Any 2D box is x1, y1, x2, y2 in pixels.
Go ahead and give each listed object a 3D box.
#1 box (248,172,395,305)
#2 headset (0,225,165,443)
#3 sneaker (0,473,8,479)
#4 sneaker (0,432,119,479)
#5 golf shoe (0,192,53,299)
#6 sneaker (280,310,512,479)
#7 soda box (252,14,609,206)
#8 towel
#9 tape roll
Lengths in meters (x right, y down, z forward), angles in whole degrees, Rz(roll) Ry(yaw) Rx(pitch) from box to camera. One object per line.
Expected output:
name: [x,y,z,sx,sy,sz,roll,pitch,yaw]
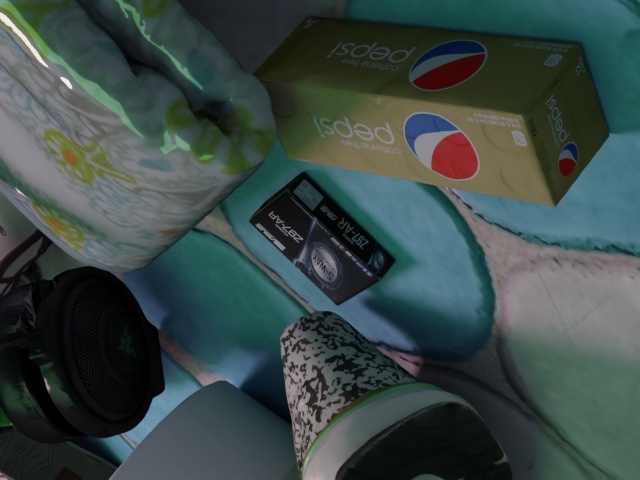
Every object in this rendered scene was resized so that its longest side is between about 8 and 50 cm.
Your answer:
box: [0.000,0.000,1.030,0.083,0.018,0.067,44,151,-7]
headset: [-0.249,0.068,1.210,0.394,0.243,0.185,96,165,-78]
sneaker: [-0.338,0.233,1.726,0.118,0.042,0.067,40,155,4]
sneaker: [-0.264,0.229,1.621,0.222,0.083,0.118,47,170,-26]
golf shoe: [-0.287,0.017,1.292,0.105,0.120,0.273,36,150,11]
sneaker: [0.058,0.188,1.155,0.410,0.158,0.182,77,166,-50]
soda box: [0.053,-0.070,0.831,0.181,0.058,0.061,12,141,40]
towel: [-0.209,-0.139,0.953,0.374,0.090,0.320,43,164,-5]
tape roll: [-0.113,0.252,1.241,0.100,0.286,0.286,33,150,13]
